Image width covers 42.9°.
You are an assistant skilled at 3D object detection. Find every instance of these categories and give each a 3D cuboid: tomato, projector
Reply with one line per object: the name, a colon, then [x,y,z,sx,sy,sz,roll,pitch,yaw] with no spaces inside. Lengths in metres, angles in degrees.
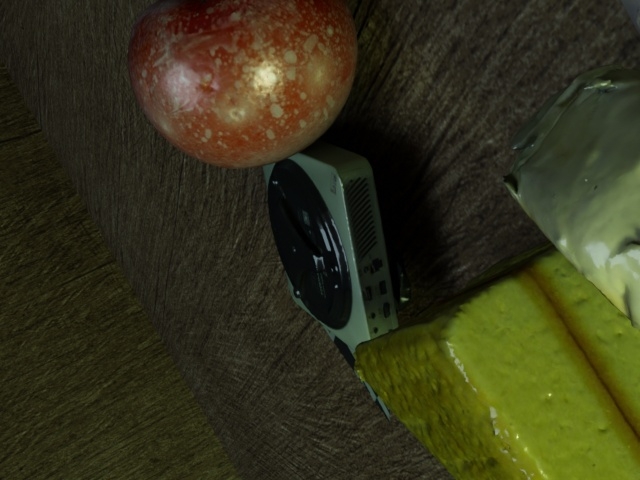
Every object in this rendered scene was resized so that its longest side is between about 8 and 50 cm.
tomato: [-0.088,-0.202,0.963,0.270,0.270,0.227,22,133,55]
projector: [0.000,0.000,1.060,0.259,0.079,0.257,31,136,60]

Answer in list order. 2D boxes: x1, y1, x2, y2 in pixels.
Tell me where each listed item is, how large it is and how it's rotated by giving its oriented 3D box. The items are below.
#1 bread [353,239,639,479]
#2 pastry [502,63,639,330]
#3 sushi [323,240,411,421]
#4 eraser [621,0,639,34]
bread: [0.236,0.193,0.762,0.362,0.233,0.245,60,155,6]
pastry: [0.248,-0.002,0.561,0.265,0.133,0.265,41,-161,-17]
sushi: [0.056,0.042,1.182,0.320,0.068,0.339,53,155,41]
eraser: [0.314,-0.101,0.526,0.243,0.059,0.204,63,155,-3]
